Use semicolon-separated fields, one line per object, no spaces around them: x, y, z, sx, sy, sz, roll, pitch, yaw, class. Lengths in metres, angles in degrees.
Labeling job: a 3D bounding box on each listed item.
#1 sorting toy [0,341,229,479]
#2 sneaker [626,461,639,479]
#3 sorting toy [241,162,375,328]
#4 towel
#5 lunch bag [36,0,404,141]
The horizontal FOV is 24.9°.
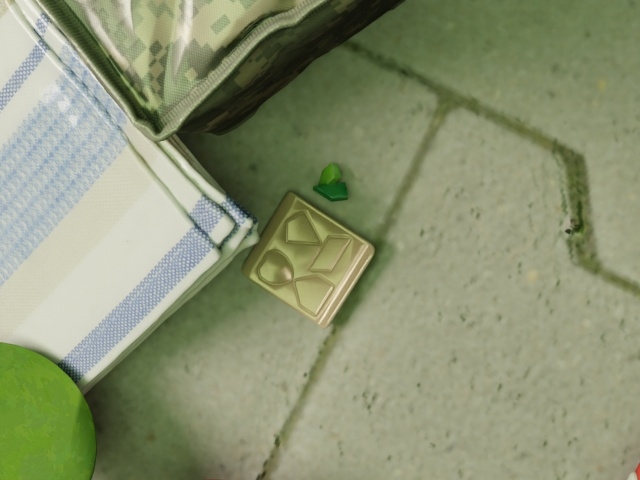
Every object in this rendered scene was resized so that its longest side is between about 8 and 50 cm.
-0.170;0.151;0.824;0.365;0.126;0.127;29;61;9;sorting toy
0.295;0.156;0.747;0.279;0.107;0.118;9;87;5;sneaker
0.000;0.000;0.819;0.062;0.012;0.083;34;104;9;sorting toy
-0.184;-0.052;0.805;0.285;0.034;0.209;48;124;3;towel
-0.089;-0.202;0.692;0.169;0.235;0.287;-37;91;5;lunch bag
